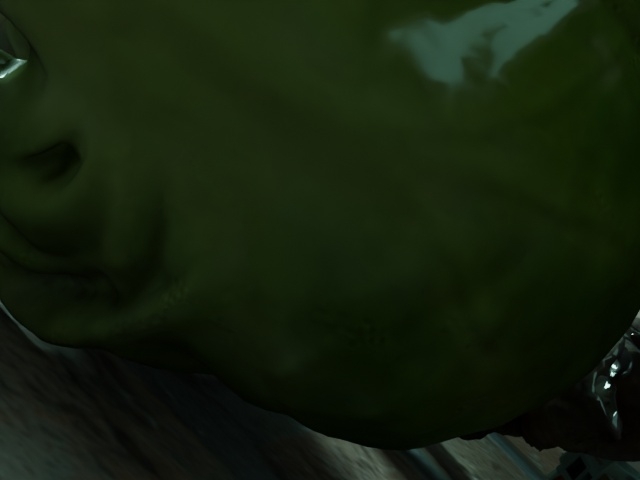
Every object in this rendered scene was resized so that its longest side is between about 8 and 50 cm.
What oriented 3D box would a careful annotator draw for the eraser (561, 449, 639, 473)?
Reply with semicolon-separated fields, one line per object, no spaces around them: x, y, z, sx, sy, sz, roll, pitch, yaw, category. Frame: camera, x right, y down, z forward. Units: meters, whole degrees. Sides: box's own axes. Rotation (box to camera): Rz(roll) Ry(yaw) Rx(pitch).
0.384;0.151;1.223;0.130;0.287;0.086;35;9;-27;eraser

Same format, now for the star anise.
0.152;0.086;0.910;0.331;0.118;0.332;14;6;-2;star anise

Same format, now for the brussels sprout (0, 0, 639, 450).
0.028;-0.077;0.680;0.361;0.342;0.425;32;24;7;brussels sprout

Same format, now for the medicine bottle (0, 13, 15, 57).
-0.136;-0.104;0.921;0.252;0.114;0.114;44;11;12;medicine bottle

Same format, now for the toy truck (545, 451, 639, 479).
0.224;0.208;0.896;0.080;0.115;0.178;37;9;-15;toy truck
